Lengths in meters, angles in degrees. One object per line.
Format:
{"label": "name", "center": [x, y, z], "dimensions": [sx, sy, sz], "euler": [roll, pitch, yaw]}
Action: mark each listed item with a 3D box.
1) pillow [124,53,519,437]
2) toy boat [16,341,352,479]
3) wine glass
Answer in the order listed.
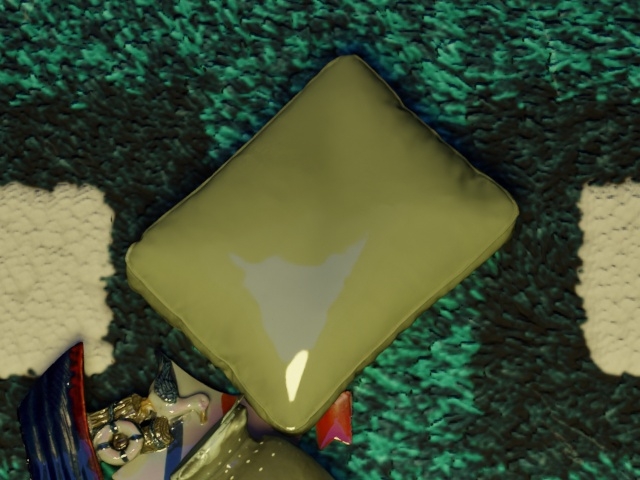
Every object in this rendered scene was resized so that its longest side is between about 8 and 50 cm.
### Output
{"label": "pillow", "center": [0.000, 0.000, 1.427], "dimensions": [0.255, 0.120, 0.322], "euler": [43, 76, 14]}
{"label": "toy boat", "center": [-0.135, 0.213, 1.410], "dimensions": [0.318, 0.072, 0.219], "euler": [10, 71, -3]}
{"label": "wine glass", "center": [-0.035, 0.244, 1.336], "dimensions": [0.204, 0.111, 0.111], "euler": [44, 80, -3]}
